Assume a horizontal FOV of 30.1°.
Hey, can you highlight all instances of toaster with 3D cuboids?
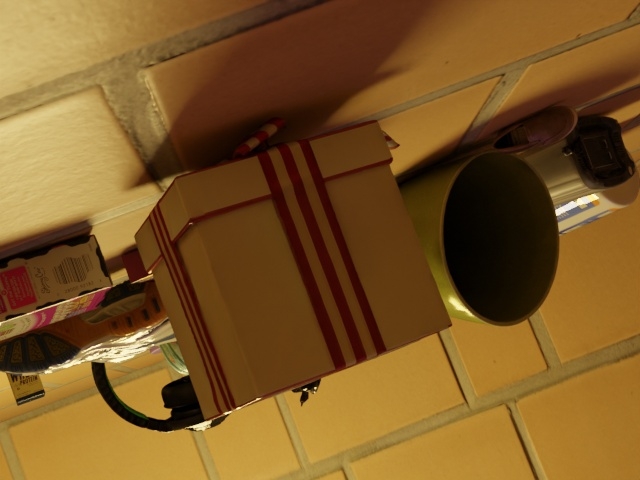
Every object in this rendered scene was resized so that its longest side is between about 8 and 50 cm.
[{"bbox_3d":[0.421,-0.129,2.025,0.146,0.129,0.227,-24,174,39],"label":"toaster"}]

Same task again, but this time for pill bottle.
[{"bbox_3d":[0.498,-0.096,2.419,0.152,0.152,0.272,-16,172,-38],"label":"pill bottle"}]

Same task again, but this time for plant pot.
[{"bbox_3d":[0.188,0.004,1.942,0.275,0.274,0.293,-16,-173,-40],"label":"plant pot"}]

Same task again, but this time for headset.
[{"bbox_3d":[-0.194,0.212,2.040,0.394,0.243,0.185,11,175,-11],"label":"headset"}]

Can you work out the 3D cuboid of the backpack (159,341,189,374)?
[{"bbox_3d":[-0.224,0.162,2.183,0.144,0.166,0.188,-33,167,17],"label":"backpack"}]

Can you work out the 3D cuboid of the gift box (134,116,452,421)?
[{"bbox_3d":[-0.028,0.019,1.251,0.276,0.258,0.255,-19,173,-27],"label":"gift box"}]

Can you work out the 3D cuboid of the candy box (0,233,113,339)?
[{"bbox_3d":[-0.376,0.073,1.412,0.233,0.071,0.159,-19,173,-21],"label":"candy box"}]

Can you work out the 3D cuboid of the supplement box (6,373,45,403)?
[{"bbox_3d":[-0.575,0.270,2.309,0.056,0.083,0.083,-19,173,-18],"label":"supplement box"}]

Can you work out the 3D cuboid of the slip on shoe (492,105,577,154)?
[{"bbox_3d":[0.318,-0.163,1.775,0.135,0.051,0.041,-16,180,35],"label":"slip on shoe"}]

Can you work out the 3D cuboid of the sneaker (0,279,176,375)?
[{"bbox_3d":[-0.339,0.149,1.741,0.297,0.111,0.131,-13,150,3],"label":"sneaker"}]

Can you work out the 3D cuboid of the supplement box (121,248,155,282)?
[{"bbox_3d":[-0.228,0.030,1.642,0.055,0.043,0.083,-22,173,17],"label":"supplement box"}]

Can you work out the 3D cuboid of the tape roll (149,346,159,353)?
[{"bbox_3d":[-0.268,0.161,2.411,0.189,0.080,0.189,-21,174,-2],"label":"tape roll"}]
